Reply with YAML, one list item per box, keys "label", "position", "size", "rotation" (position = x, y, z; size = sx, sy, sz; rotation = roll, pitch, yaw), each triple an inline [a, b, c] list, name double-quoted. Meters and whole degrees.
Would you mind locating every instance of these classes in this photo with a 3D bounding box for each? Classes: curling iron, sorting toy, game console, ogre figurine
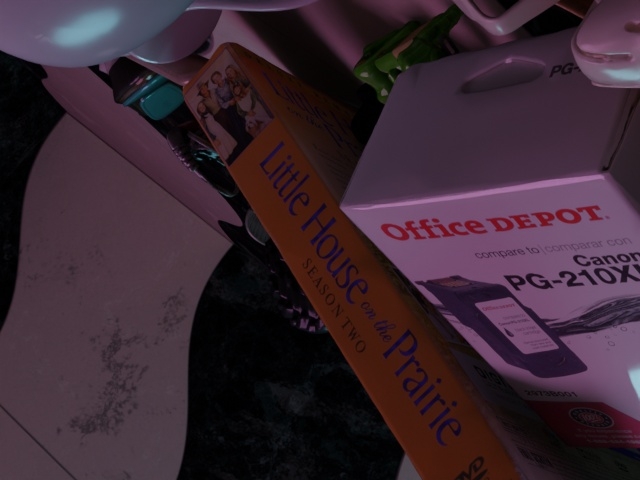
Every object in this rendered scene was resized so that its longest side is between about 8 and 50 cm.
- label: "curling iron"
  position: [-0.075, -0.078, 1.172]
  size: [0.068, 0.035, 0.274]
  rotation: [42, -172, -4]
- label: "sorting toy"
  position: [-0.065, -0.127, 1.260]
  size: [0.208, 0.038, 0.193]
  rotation: [14, -170, -34]
- label: "game console"
  position: [0.070, -0.063, 1.123]
  size: [0.122, 0.071, 0.107]
  rotation: [42, 166, -10]
- label: "ogre figurine"
  position: [0.077, -0.076, 0.913]
  size: [0.118, 0.097, 0.197]
  rotation: [54, 160, -10]

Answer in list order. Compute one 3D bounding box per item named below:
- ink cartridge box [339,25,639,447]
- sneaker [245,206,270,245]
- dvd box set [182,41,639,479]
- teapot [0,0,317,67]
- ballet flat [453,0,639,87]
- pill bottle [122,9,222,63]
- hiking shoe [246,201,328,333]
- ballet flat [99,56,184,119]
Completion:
- label: "ink cartridge box"
  position: [0.151, 0.008, 0.769]
  size: [0.172, 0.100, 0.237]
  rotation: [-7, 138, 45]
- label: "sneaker"
  position: [0.000, 0.000, 2.042]
  size: [0.222, 0.083, 0.118]
  rotation: [35, -167, -8]
- label: "dvd box set"
  position: [0.097, 0.058, 1.021]
  size: [0.307, 0.062, 0.420]
  rotation: [26, -156, -49]
- label: "teapot"
  position: [-0.113, -0.219, 0.713]
  size: [0.252, 0.187, 0.256]
  rotation: [59, -158, 4]
- label: "ballet flat"
  position: [0.110, -0.103, 0.613]
  size: [0.232, 0.073, 0.080]
  rotation: [36, 173, 32]
- label: "pill bottle"
  position: [-0.185, -0.230, 1.197]
  size: [0.246, 0.136, 0.136]
  rotation: [34, 171, 45]
- label: "hiking shoe"
  position: [0.017, -0.026, 1.266]
  size: [0.132, 0.113, 0.304]
  rotation: [1, -149, -12]
- label: "ballet flat"
  position: [-0.224, -0.208, 1.799]
  size: [0.096, 0.095, 0.280]
  rotation: [53, 174, 1]
